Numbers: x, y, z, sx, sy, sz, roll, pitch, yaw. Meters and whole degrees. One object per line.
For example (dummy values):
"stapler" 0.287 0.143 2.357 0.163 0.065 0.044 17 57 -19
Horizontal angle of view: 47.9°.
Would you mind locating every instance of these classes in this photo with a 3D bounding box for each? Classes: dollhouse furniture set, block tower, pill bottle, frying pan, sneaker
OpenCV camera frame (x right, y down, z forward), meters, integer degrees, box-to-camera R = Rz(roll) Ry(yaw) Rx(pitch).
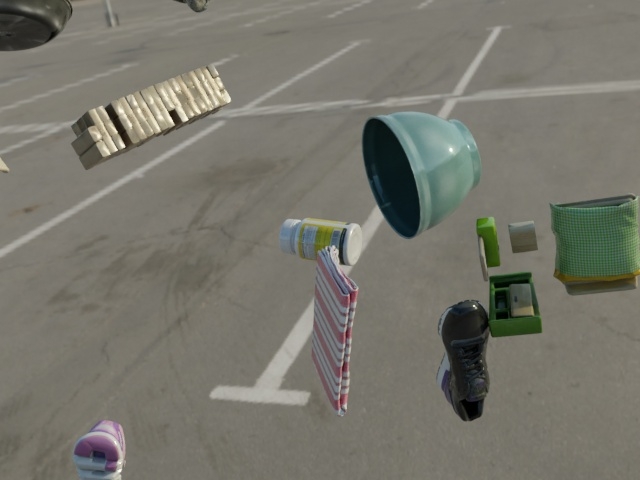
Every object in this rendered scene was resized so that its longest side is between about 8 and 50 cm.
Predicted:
"dollhouse furniture set" 0.459 0.048 1.361 0.302 0.197 0.151 -8 30 16
"block tower" -0.328 -0.253 1.429 0.335 0.091 0.097 -35 11 -39
"pill bottle" 0.000 0.000 1.989 0.209 0.119 0.119 8 27 22
"frying pan" -0.501 -0.301 1.041 0.326 0.053 0.197 -13 -7 34
"sneaker" -0.385 0.418 1.270 0.095 0.236 0.104 9 18 -7
"sneaker" 0.301 0.244 1.420 0.107 0.283 0.124 -13 41 -7

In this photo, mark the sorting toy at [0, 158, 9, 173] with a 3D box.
"sorting toy" -0.761 -0.229 1.511 0.038 0.193 0.208 -40 -7 6

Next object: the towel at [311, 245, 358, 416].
"towel" 0.020 0.122 0.985 0.029 0.197 0.144 -2 24 -13

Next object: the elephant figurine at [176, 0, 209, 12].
"elephant figurine" -0.273 -0.497 1.190 0.239 0.186 0.169 14 41 -51

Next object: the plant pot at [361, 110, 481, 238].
"plant pot" 0.244 -0.172 1.664 0.196 0.293 0.293 -20 25 -14
